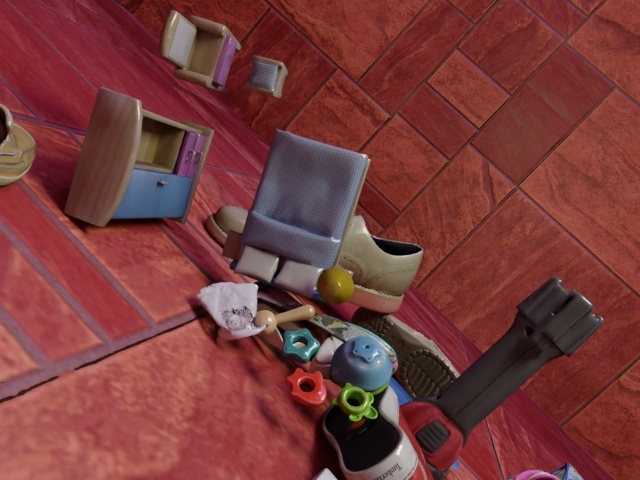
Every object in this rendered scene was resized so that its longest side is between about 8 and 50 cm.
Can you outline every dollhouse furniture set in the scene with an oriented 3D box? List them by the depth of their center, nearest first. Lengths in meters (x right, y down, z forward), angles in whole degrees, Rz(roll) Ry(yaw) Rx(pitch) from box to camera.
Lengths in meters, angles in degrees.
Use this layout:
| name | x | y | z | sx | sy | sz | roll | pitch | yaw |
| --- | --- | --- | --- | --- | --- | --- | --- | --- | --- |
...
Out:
| name | x | y | z | sx | sy | sz | roll | pitch | yaw |
| --- | --- | --- | --- | --- | --- | --- | --- | --- | --- |
| dollhouse furniture set | -0.072 | -0.091 | 0.594 | 0.303 | 0.287 | 0.198 | 20 | 7 | 8 |

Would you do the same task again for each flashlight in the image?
| name | x | y | z | sx | sy | sz | roll | pitch | yaw |
| --- | --- | --- | --- | --- | --- | --- | --- | --- | --- |
| flashlight | 0.198 | 0.175 | 0.630 | 0.103 | 0.304 | 0.103 | 39 | 9 | -33 |

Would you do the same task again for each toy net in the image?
| name | x | y | z | sx | sy | sz | roll | pitch | yaw |
| --- | --- | --- | --- | --- | --- | --- | --- | --- | --- |
| toy net | -0.038 | 0.118 | 0.559 | 0.232 | 0.045 | 0.122 | 20 | 42 | 12 |

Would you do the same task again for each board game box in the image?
| name | x | y | z | sx | sy | sz | roll | pitch | yaw |
| --- | --- | --- | --- | --- | --- | --- | --- | --- | --- |
| board game box | 0.138 | 0.277 | 0.771 | 0.169 | 0.033 | 0.133 | 49 | 5 | 4 |

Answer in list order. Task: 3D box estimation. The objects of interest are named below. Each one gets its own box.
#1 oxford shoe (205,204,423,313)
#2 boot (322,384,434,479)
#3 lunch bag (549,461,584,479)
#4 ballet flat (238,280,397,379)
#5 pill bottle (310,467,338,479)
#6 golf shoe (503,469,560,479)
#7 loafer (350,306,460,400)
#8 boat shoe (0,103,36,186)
| name | x | y | z | sx | sy | sz | roll | pitch | yaw |
| --- | --- | --- | --- | --- | --- | --- | --- | --- | --- |
| oxford shoe | 0.000 | 0.000 | 0.905 | 0.396 | 0.147 | 0.140 | 19 | 20 | -25 |
| boot | 0.083 | 0.255 | 0.536 | 0.176 | 0.088 | 0.244 | 59 | 0 | -2 |
| lunch bag | 0.483 | 0.517 | 0.974 | 0.129 | 0.096 | 0.151 | 49 | 25 | 19 |
| ballet flat | -0.015 | 0.123 | 0.639 | 0.221 | 0.077 | 0.079 | 28 | 27 | 14 |
| pill bottle | 0.038 | 0.237 | 0.308 | 0.184 | 0.103 | 0.103 | 46 | 10 | 15 |
| golf shoe | 0.257 | 0.346 | 0.634 | 0.115 | 0.140 | 0.306 | 46 | 8 | 27 |
| loafer | 0.175 | 0.218 | 0.965 | 0.268 | 0.102 | 0.092 | 46 | 16 | 18 |
| boat shoe | -0.295 | -0.089 | 0.454 | 0.068 | 0.072 | 0.190 | 40 | 10 | -17 |
